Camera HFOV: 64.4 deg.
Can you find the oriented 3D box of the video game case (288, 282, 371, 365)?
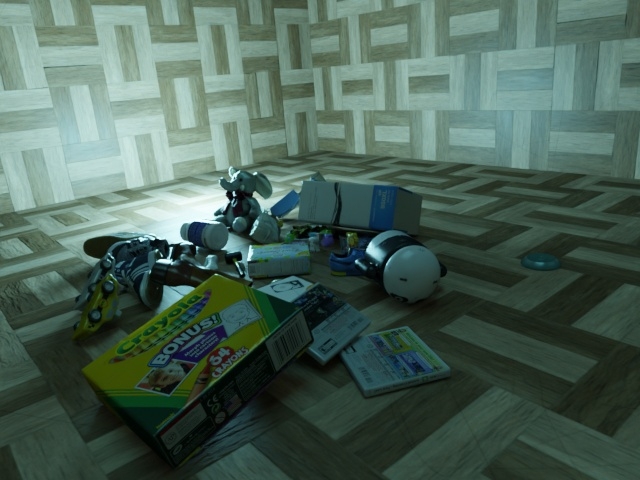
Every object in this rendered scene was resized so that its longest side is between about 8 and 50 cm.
[{"bbox_3d":[0.000,0.191,1.206,0.173,0.022,0.190,35,40,23],"label":"video game case"}]

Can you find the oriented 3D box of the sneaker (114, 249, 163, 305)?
[{"bbox_3d":[-0.582,0.132,1.600,0.153,0.099,0.282,-16,27,-4],"label":"sneaker"}]

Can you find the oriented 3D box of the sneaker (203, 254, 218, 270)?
[{"bbox_3d":[-0.372,0.099,1.727,0.061,0.053,0.152,4,27,9],"label":"sneaker"}]

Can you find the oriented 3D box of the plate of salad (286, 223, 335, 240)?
[{"bbox_3d":[-0.039,-0.040,2.061,0.200,0.048,0.200,-4,19,1],"label":"plate of salad"}]

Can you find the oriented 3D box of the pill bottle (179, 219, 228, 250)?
[{"bbox_3d":[-0.467,-0.026,2.020,0.187,0.112,0.112,9,22,34],"label":"pill bottle"}]

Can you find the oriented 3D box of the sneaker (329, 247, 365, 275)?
[{"bbox_3d":[0.133,0.066,1.647,0.209,0.082,0.069,-2,16,3],"label":"sneaker"}]

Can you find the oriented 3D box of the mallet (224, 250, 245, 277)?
[{"bbox_3d":[-0.281,0.083,1.774,0.062,0.039,0.190,-16,25,-22],"label":"mallet"}]

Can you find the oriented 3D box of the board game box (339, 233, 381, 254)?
[{"bbox_3d":[0.147,0.028,1.787,0.194,0.060,0.194,2,19,20],"label":"board game box"}]

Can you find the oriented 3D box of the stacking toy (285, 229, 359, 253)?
[{"bbox_3d":[0.000,0.000,1.721,0.167,0.052,0.221,-7,9,-32],"label":"stacking toy"}]

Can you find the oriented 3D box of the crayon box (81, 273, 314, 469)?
[{"bbox_3d":[-0.251,0.237,1.050,0.313,0.106,0.363,14,41,42],"label":"crayon box"}]

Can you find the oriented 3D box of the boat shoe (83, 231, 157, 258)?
[{"bbox_3d":[-0.789,0.015,2.013,0.277,0.098,0.096,-3,15,-27],"label":"boat shoe"}]

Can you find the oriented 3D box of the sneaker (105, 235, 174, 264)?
[{"bbox_3d":[-0.653,0.043,1.868,0.153,0.101,0.268,-1,16,20],"label":"sneaker"}]

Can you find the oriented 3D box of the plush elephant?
[{"bbox_3d":[-0.356,-0.193,2.249,0.272,0.255,0.330,4,18,40],"label":"plush elephant"}]

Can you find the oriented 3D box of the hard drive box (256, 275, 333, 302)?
[{"bbox_3d":[-0.106,0.186,1.325,0.232,0.089,0.181,-19,23,-36],"label":"hard drive box"}]

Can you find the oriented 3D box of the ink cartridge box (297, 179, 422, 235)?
[{"bbox_3d":[0.153,-0.124,1.944,0.395,0.166,0.285,7,1,28],"label":"ink cartridge box"}]

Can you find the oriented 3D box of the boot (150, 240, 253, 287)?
[{"bbox_3d":[-0.347,0.092,1.594,0.280,0.096,0.264,13,12,3],"label":"boot"}]

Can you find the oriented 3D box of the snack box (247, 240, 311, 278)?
[{"bbox_3d":[-0.140,0.063,1.737,0.207,0.070,0.174,-6,17,-2],"label":"snack box"}]

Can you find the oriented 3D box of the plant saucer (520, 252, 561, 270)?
[{"bbox_3d":[0.696,0.063,1.606,0.119,0.021,0.119,-4,19,1],"label":"plant saucer"}]

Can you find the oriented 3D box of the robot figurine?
[{"bbox_3d":[0.229,0.074,1.463,0.209,0.173,0.278,-37,23,-2],"label":"robot figurine"}]

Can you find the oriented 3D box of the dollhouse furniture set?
[{"bbox_3d":[-0.071,-0.131,2.322,0.303,0.198,0.286,-38,0,-4],"label":"dollhouse furniture set"}]

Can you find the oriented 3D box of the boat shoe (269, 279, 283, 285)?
[{"bbox_3d":[-0.090,0.148,1.516,0.137,0.049,0.043,3,-23,30],"label":"boat shoe"}]

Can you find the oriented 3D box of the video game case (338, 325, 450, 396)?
[{"bbox_3d":[0.152,0.263,1.134,0.193,0.023,0.212,-10,18,-14],"label":"video game case"}]

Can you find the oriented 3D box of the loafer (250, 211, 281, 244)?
[{"bbox_3d":[-0.218,-0.040,2.050,0.111,0.112,0.319,31,9,-11],"label":"loafer"}]

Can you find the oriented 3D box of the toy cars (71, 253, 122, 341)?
[{"bbox_3d":[-0.635,0.168,1.480,0.087,0.176,0.394,37,-1,-28],"label":"toy cars"}]
